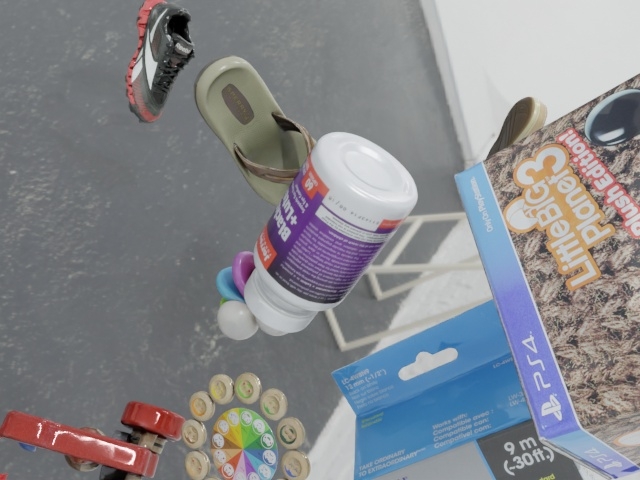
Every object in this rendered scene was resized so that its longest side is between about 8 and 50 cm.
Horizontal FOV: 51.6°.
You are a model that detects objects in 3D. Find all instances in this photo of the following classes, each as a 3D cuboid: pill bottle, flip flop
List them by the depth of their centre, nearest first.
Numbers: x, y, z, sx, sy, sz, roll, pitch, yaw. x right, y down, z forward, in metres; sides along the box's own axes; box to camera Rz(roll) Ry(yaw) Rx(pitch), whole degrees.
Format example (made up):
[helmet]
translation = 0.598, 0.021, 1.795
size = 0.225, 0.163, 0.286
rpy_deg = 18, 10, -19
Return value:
[pill bottle]
translation = 0.000, 0.000, 0.648
size = 0.108, 0.193, 0.108
rpy_deg = 23, 34, -17
[flip flop]
translation = -0.057, -0.123, 0.854
size = 0.112, 0.080, 0.277
rpy_deg = -48, 138, -8

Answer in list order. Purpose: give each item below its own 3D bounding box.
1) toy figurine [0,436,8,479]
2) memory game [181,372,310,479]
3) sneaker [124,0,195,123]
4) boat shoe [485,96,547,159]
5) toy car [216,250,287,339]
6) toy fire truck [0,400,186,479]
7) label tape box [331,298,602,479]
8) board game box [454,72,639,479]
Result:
[toy figurine]
translation = -0.383, 0.415, 0.875
size = 0.217, 0.362, 0.191
rpy_deg = 17, 106, -17
[memory game]
translation = -0.095, 0.249, 0.793
size = 0.012, 0.186, 0.186
rpy_deg = -1, 88, -62
[sneaker]
translation = -0.344, -0.390, 1.442
size = 0.098, 0.135, 0.276
rpy_deg = 7, 94, -59
[boat shoe]
translation = 0.483, -0.225, 1.584
size = 0.341, 0.110, 0.121
rpy_deg = 97, 6, -70
[toy car]
translation = -0.104, 0.080, 1.154
size = 0.136, 0.182, 0.159
rpy_deg = 68, 27, -24
[toy fire truck]
translation = -0.369, 0.337, 1.075
size = 0.254, 0.302, 0.169
rpy_deg = 21, 68, -8
[label tape box]
translation = 0.180, 0.278, 0.777
size = 0.347, 0.249, 0.115
rpy_deg = 61, 21, -1
[board game box]
translation = 0.276, 0.000, 0.463
size = 0.141, 0.291, 0.232
rpy_deg = 35, 35, -42
